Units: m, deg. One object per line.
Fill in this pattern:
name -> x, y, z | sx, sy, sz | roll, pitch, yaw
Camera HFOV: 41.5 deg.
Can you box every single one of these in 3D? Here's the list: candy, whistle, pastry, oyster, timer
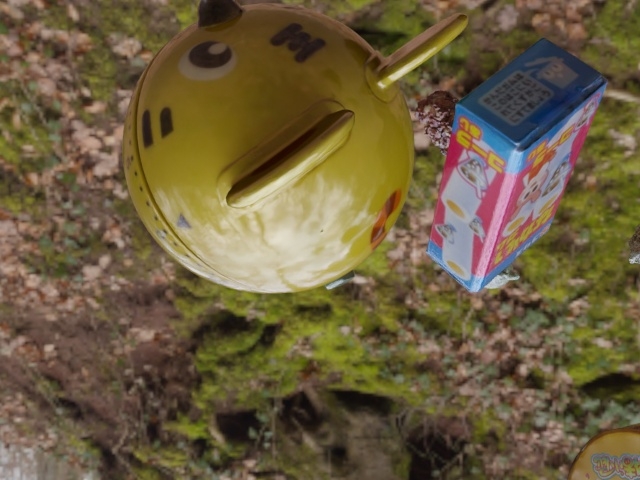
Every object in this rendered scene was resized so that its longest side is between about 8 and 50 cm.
candy -> 0.229, -0.079, 1.036 | 0.157, 0.306, 0.100 | -39, -116, -22
whistle -> 0.336, 0.044, 1.788 | 0.110, 0.092, 0.244 | 13, -172, -17
pastry -> 0.316, -0.260, 1.973 | 0.115, 0.208, 0.097 | -43, -173, -30
oyster -> 0.663, -0.002, 1.706 | 0.098, 0.100, 0.037 | -5, 146, 4
timer -> -0.036, -0.120, 0.956 | 0.376, 0.376, 0.387 | -5, 168, -36

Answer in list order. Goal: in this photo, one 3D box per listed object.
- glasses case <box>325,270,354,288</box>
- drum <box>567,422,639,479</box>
glasses case -> 0.000, 0.000, 1.597 | 0.039, 0.184, 0.078 | -29, 174, 21
drum -> 0.671, 0.535, 1.565 | 0.214, 0.431, 0.431 | -4, -173, -27
